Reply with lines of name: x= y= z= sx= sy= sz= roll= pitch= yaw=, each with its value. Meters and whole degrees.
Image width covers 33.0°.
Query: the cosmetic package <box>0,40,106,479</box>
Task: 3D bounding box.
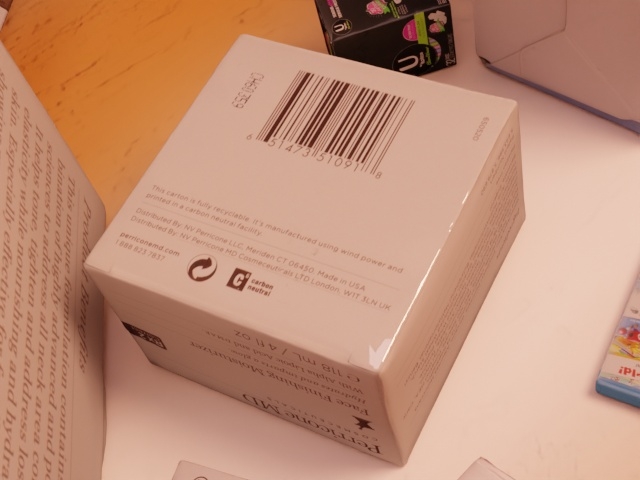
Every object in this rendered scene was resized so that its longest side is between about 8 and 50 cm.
cosmetic package: x=-0.317 y=0.034 z=0.499 sx=0.328 sy=0.393 sz=0.329 roll=-11 pitch=55 yaw=6

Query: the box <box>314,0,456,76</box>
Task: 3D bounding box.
box: x=0.045 y=-0.145 z=0.740 sx=0.083 sy=0.062 sz=0.052 roll=-17 pitch=56 yaw=1

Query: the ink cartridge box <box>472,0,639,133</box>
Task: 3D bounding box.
ink cartridge box: x=0.260 y=-0.299 z=0.667 sx=0.151 sy=0.270 sz=0.395 roll=31 pitch=68 yaw=27

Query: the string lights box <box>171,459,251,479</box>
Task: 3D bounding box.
string lights box: x=-0.050 y=0.245 z=0.487 sx=0.133 sy=0.076 sz=0.259 roll=12 pitch=60 yaw=21

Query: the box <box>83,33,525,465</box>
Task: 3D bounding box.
box: x=0.000 y=0.000 z=0.617 sx=0.181 sy=0.119 sz=0.182 roll=18 pitch=63 yaw=23

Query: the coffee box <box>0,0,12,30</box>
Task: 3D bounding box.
coffee box: x=-0.300 y=-0.149 z=0.770 sx=0.141 sy=0.098 sz=0.246 roll=-26 pitch=43 yaw=41

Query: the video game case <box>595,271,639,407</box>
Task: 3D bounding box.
video game case: x=0.239 y=0.032 z=0.603 sx=0.119 sy=0.015 sz=0.166 roll=18 pitch=62 yaw=23

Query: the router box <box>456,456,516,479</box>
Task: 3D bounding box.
router box: x=0.081 y=0.269 z=0.310 sx=0.301 sy=0.082 sz=0.335 roll=-43 pitch=48 yaw=-21
